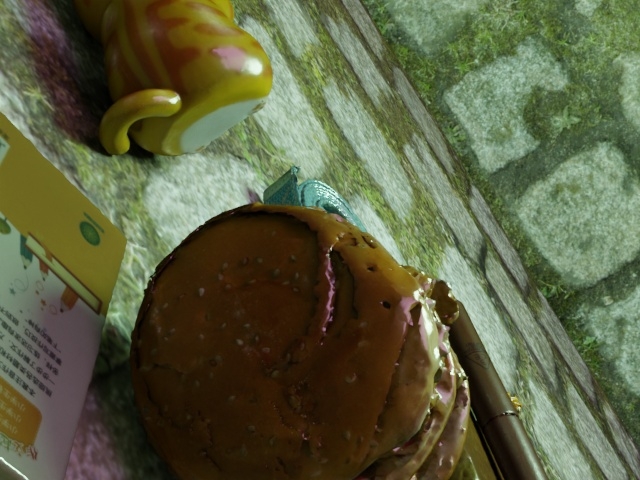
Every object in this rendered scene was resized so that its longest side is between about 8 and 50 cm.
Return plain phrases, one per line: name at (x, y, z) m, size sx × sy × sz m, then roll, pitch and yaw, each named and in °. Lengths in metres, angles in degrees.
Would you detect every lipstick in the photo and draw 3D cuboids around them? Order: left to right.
lipstick at (0.234, 0.219, 1.334) m, size 0.057 × 0.057 × 0.356 m, roll 44°, pitch 19°, yaw -41°

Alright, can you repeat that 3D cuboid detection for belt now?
belt at (0.004, 0.008, 1.202) m, size 0.148 × 0.082 × 0.163 m, roll 27°, pitch 38°, yaw -42°

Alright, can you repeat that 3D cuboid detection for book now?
book at (-0.225, 0.013, 0.651) m, size 0.208 × 0.020 × 0.295 m, roll 50°, pitch 19°, yaw -27°

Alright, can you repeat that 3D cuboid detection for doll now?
doll at (-0.161, -0.211, 0.982) m, size 0.162 × 0.167 × 0.269 m, roll 35°, pitch 26°, yaw -57°

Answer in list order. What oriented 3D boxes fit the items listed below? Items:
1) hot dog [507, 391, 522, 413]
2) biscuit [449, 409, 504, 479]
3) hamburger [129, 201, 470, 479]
hot dog at (0.230, 0.216, 1.430) m, size 0.188 × 0.055 × 0.072 m, roll 37°, pitch -13°, yaw 42°
biscuit at (0.200, 0.310, 1.263) m, size 0.282 × 0.064 × 0.432 m, roll 65°, pitch 9°, yaw 18°
hamburger at (-0.022, 0.109, 0.741) m, size 0.245 × 0.261 × 0.211 m, roll -63°, pitch 154°, yaw -19°
